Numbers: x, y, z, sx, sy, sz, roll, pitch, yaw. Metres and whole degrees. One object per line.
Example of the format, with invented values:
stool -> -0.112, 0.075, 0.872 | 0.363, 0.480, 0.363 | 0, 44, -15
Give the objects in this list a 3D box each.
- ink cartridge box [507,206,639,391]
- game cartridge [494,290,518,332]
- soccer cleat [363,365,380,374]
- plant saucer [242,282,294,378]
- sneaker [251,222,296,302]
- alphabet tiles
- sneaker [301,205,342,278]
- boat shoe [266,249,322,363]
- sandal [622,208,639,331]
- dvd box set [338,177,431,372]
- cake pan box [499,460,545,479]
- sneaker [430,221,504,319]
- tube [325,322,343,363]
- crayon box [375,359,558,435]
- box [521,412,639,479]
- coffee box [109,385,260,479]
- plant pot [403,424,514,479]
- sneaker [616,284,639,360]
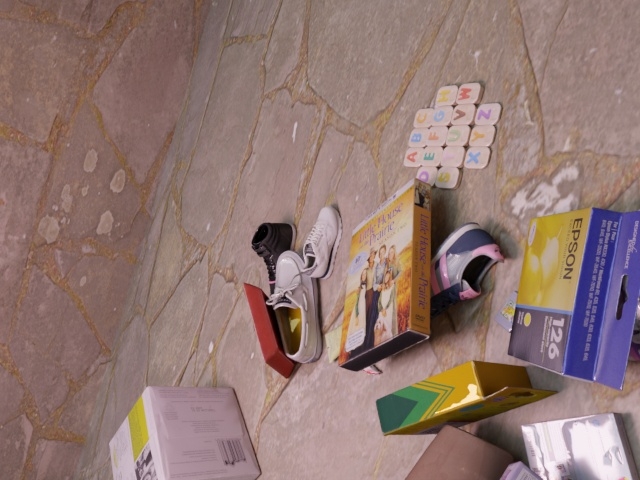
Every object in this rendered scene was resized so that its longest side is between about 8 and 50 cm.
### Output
ink cartridge box -> 0.463, 0.095, 1.015 | 0.307, 0.072, 0.303 | 132, 151, -84
game cartridge -> 0.425, 0.159, 1.198 | 0.056, 0.017, 0.083 | 45, 112, 43
soccer cleat -> 0.131, 0.342, 1.477 | 0.083, 0.029, 0.035 | 7, 87, 55
plant saucer -> -0.151, 0.277, 1.689 | 0.048, 0.258, 0.259 | -22, 62, 1
sneaker -> -0.170, 0.074, 1.832 | 0.104, 0.147, 0.296 | -8, 73, 47
alphabet tiles -> 0.339, -0.275, 1.442 | 0.278, 0.021, 0.284 | 13, 88, 51
sneaker -> 0.000, 0.000, 1.696 | 0.090, 0.095, 0.235 | -8, 70, 50
boat shoe -> -0.098, 0.189, 1.667 | 0.136, 0.156, 0.367 | -18, 66, 25
sandal -> 0.601, 0.132, 0.874 | 0.169, 0.102, 0.416 | -2, 75, 4
dvd box set -> 0.162, 0.088, 1.369 | 0.307, 0.062, 0.420 | -41, 33, 50
cake pan box -> 0.366, 0.551, 0.911 | 0.267, 0.070, 0.246 | 35, 68, 16
sneaker -> 0.300, 0.114, 1.285 | 0.319, 0.112, 0.131 | -59, 39, 20
tube -> 0.088, 0.255, 1.541 | 0.062, 0.070, 0.240 | 45, 128, -1
crayon box -> 0.300, 0.329, 1.144 | 0.318, 0.202, 0.081 | -35, 53, 37
box -> 0.484, 0.410, 1.025 | 0.186, 0.038, 0.145 | -29, 57, 42
coffee box -> -0.461, 0.724, 1.808 | 0.334, 0.337, 0.338 | -54, 44, 24
plant pot -> 0.276, 0.508, 1.100 | 0.263, 0.263, 0.229 | 9, 68, 51
sneaker -> 0.553, 0.116, 1.005 | 0.104, 0.095, 0.236 | -27, 59, 51
